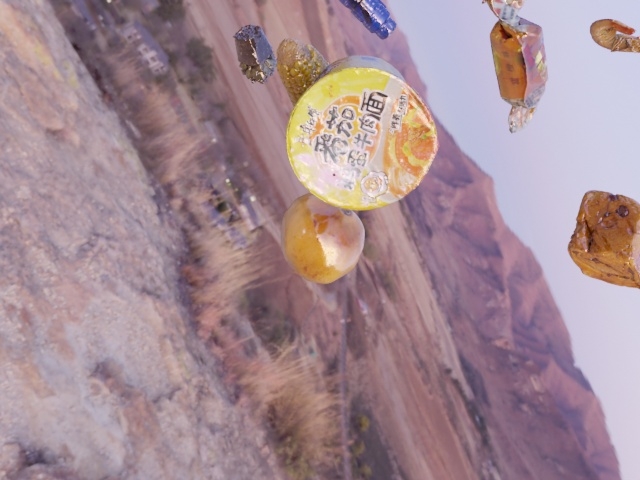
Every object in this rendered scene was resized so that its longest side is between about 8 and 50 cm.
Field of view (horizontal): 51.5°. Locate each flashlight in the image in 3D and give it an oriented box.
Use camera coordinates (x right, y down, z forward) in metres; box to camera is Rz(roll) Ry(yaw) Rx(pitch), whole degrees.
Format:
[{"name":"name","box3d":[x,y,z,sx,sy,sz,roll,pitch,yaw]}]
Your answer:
[{"name":"flashlight","box3d":[0.028,-0.249,0.651,0.121,0.035,0.057,40,-19,-15]}]

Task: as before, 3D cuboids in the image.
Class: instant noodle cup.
[{"name":"instant noodle cup","box3d":[0.070,-0.213,1.213,0.264,0.264,0.200,61,15,-26]}]

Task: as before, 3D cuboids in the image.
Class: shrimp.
[{"name":"shrimp","box3d":[0.669,-0.451,1.457,0.162,0.045,0.095,28,-23,38]}]

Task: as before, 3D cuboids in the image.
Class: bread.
[{"name":"bread","box3d":[0.586,0.000,1.306,0.149,0.143,0.158,19,-13,45]}]

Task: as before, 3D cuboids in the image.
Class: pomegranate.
[{"name":"pomegranate","box3d":[0.005,-0.005,1.676,0.233,0.233,0.233,61,13,-24]}]

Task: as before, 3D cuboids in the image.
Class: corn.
[{"name":"corn","box3d":[-0.003,-0.298,1.402,0.322,0.119,0.119,48,22,-52]}]

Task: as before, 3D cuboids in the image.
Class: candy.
[{"name":"candy","box3d":[0.193,-0.178,0.641,0.046,0.053,0.182,29,-22,42]}]

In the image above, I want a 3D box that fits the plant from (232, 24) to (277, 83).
[{"name":"plant","box3d":[-0.164,-0.462,1.653,0.092,0.094,0.143,-60,148,-31]}]
